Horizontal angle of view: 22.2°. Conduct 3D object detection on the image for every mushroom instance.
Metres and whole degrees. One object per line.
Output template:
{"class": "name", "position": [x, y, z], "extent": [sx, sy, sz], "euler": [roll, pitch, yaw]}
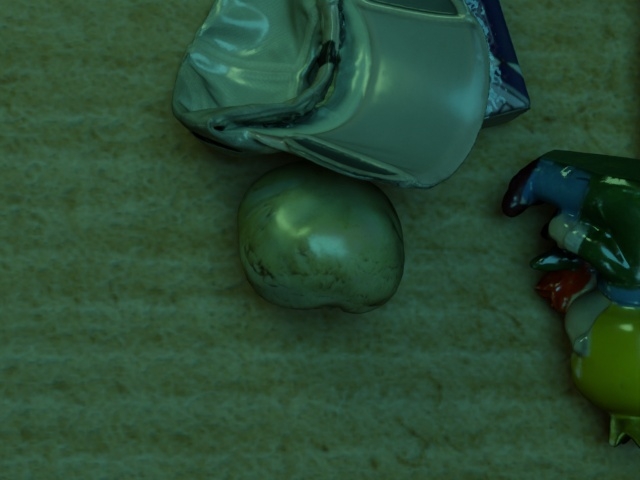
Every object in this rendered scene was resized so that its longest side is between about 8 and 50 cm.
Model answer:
{"class": "mushroom", "position": [0.000, 0.000, 1.299], "extent": [0.148, 0.112, 0.148], "euler": [4, 36, -3]}

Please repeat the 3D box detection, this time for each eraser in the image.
{"class": "eraser", "position": [0.087, -0.191, 1.376], "extent": [0.124, 0.068, 0.210], "euler": [-16, 85, -11]}

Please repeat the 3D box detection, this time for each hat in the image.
{"class": "hat", "position": [0.012, -0.127, 1.305], "extent": [0.226, 0.164, 0.219], "euler": [30, 67, -10]}

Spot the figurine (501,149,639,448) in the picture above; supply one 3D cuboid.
{"class": "figurine", "position": [0.235, 0.050, 1.354], "extent": [0.185, 0.127, 0.234], "euler": [11, 112, 25]}
